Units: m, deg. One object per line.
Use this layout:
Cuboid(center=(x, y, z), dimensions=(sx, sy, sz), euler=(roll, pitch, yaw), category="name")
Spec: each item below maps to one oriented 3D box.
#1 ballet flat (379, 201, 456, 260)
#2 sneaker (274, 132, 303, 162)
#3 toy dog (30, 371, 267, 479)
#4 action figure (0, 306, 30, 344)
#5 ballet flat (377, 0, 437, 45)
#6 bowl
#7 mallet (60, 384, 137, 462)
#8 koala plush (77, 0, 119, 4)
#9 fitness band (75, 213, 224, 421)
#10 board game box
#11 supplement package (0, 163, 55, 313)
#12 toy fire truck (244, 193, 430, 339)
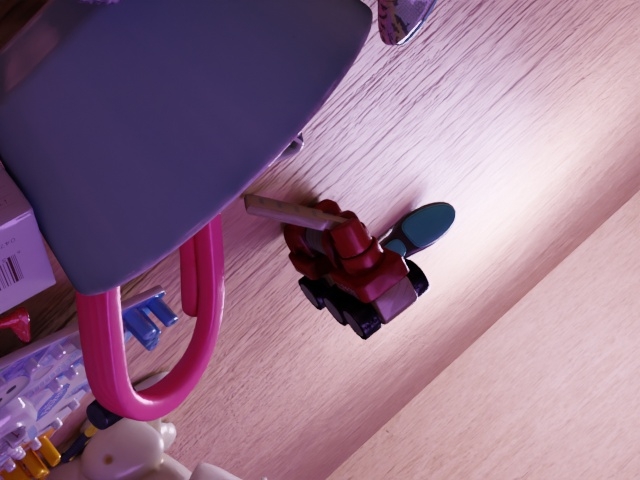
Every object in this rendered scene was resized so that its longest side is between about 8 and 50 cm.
Cuboid(center=(0.146, 0.002, 1.630), dimensions=(0.213, 0.072, 0.068), euler=(-37, -175, -9), category="ballet flat")
Cuboid(center=(-0.122, -0.098, 0.942), dimensions=(0.258, 0.091, 0.094), euler=(-25, 153, -35), category="sneaker")
Cuboid(center=(-0.240, 0.463, 1.367), dimensions=(0.395, 0.408, 0.284), euler=(-26, 153, -35), category="toy dog")
Cuboid(center=(-0.428, 0.147, 0.888), dimensions=(0.280, 0.091, 0.139), euler=(-23, 143, -39), category="action figure")
Cuboid(center=(0.113, -0.315, 0.973), dimensions=(0.079, 0.077, 0.221), euler=(19, 114, -45), category="ballet flat")
Cuboid(center=(-0.131, -0.126, 0.685), dimensions=(0.311, 0.163, 0.311), euler=(-38, -159, 18), category="bowl")
Cuboid(center=(-0.298, 0.246, 1.167), dimensions=(0.189, 0.039, 0.062), euler=(-45, 173, 34), category="mallet")
Cuboid(center=(-0.129, -0.287, 0.519), dimensions=(0.196, 0.203, 0.221), euler=(-34, 136, -18), category="koala plush")
Cuboid(center=(-0.183, 0.065, 1.022), dimensions=(0.209, 0.054, 0.291), euler=(-43, 140, -52), category="fitness band")
Cuboid(center=(-0.376, 0.241, 1.064), dimensions=(0.390, 0.050, 0.390), euler=(-48, 170, 28), category="board game box")
Cuboid(center=(-0.289, -0.032, 0.670), dimensions=(0.105, 0.179, 0.105), euler=(-32, 157, -22), category="supplement package")
Cuboid(center=(0.000, 0.000, 1.259), dimensions=(0.158, 0.217, 0.246), euler=(-36, 116, -14), category="toy fire truck")
